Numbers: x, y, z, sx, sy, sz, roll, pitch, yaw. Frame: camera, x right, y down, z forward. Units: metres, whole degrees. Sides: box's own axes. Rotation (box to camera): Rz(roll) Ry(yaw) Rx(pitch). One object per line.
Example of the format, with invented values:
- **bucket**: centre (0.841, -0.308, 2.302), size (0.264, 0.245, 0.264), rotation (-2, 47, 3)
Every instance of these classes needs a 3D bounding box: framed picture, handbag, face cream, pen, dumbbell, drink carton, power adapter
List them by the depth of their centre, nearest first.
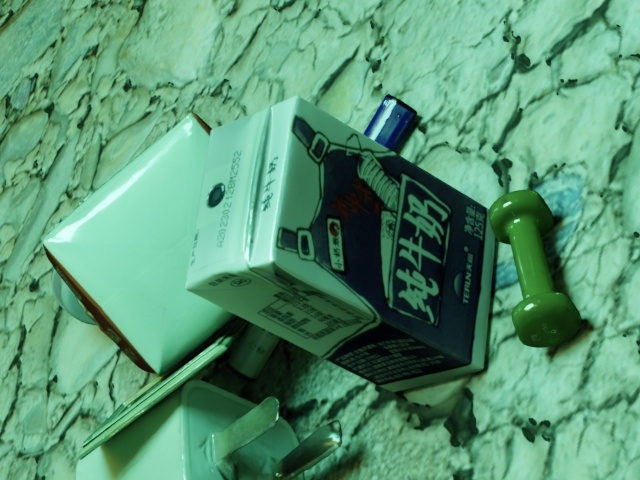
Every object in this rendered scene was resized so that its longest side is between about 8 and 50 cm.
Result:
- **dumbbell**: centre (0.151, 0.019, 1.203), size (0.046, 0.052, 0.118), rotation (-20, 49, 14)
- **drink carton**: centre (0.018, 0.007, 1.227), size (0.102, 0.222, 0.134), rotation (-17, 55, 45)
- **power adapter**: centre (-0.077, 0.184, 1.308), size (0.205, 0.130, 0.125), rotation (-35, 43, 30)
- **framed picture**: centre (-0.122, 0.111, 1.350), size (0.142, 0.011, 0.183), rotation (-37, 2, 6)
- **pen**: centre (0.000, 0.000, 1.417), size (0.269, 0.033, 0.033), rotation (-59, 36, 4)
- **handbag**: centre (-0.125, 0.012, 1.423), size (0.171, 0.151, 0.298), rotation (-41, 1, -8)
- **face cream**: centre (-0.210, 0.026, 1.607), size (0.091, 0.091, 0.095), rotation (-46, 31, 20)
